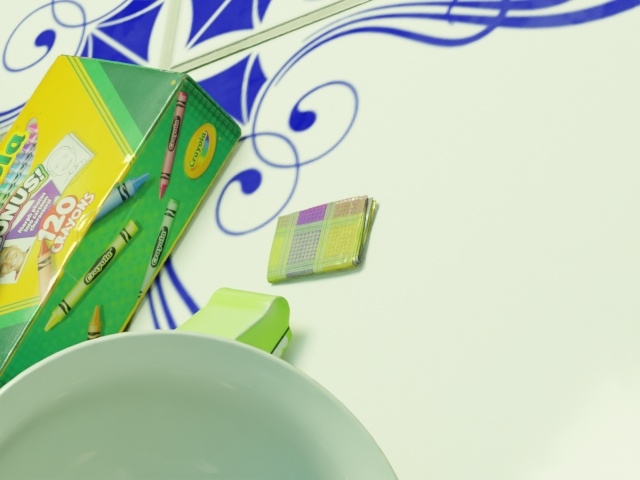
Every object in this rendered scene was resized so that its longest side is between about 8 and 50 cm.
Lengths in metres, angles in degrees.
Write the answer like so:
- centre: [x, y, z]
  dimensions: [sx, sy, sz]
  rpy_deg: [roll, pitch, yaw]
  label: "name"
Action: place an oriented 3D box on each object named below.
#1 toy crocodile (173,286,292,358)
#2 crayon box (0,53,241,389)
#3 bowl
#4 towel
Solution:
- centre: [-0.136, 0.158, 1.292]
  dimensions: [0.115, 0.105, 0.340]
  rpy_deg: [13, 56, 46]
  label: "toy crocodile"
- centre: [-0.200, -0.004, 1.511]
  dimensions: [0.165, 0.081, 0.278]
  rpy_deg: [13, 68, 46]
  label: "crayon box"
- centre: [-0.096, 0.212, 1.151]
  dimensions: [0.134, 0.298, 0.297]
  rpy_deg: [128, 163, -63]
  label: "bowl"
- centre: [0.000, 0.000, 1.395]
  dimensions: [0.083, 0.009, 0.060]
  rpy_deg: [-12, 51, 34]
  label: "towel"
